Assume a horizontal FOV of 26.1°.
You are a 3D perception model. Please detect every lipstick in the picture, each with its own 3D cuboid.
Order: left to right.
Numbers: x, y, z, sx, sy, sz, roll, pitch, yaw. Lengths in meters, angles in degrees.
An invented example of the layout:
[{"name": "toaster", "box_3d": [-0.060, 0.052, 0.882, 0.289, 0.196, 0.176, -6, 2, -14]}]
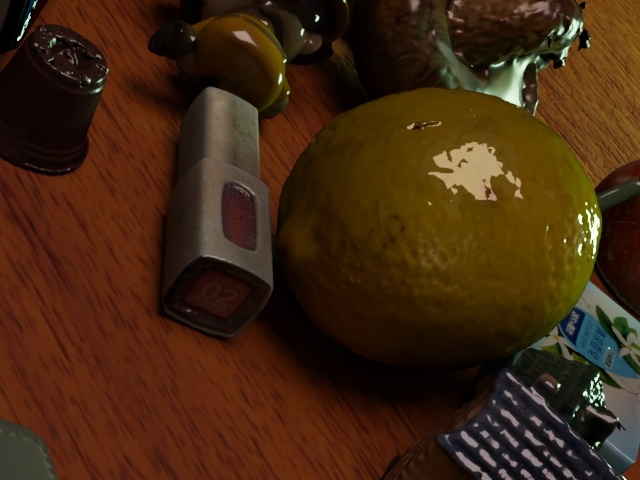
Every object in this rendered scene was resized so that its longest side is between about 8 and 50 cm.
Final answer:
[{"name": "lipstick", "box_3d": [-0.088, -0.033, 1.197, 0.079, 0.077, 0.253, 25, 33, -22]}]

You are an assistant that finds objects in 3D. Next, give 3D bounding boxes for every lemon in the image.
[{"name": "lemon", "box_3d": [0.100, -0.010, 1.198, 0.284, 0.260, 0.260, 10, 39, -11]}]

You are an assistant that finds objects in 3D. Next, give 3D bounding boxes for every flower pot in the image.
[{"name": "flower pot", "box_3d": [-0.225, -0.125, 1.159, 0.111, 0.089, 0.111, 27, 34, -20]}]

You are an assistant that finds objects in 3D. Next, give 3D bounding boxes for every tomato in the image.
[{"name": "tomato", "box_3d": [0.418, -0.013, 1.629, 0.181, 0.155, 0.214, 10, 43, -33]}]

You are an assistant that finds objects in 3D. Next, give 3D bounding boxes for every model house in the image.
[{"name": "model house", "box_3d": [0.168, 0.177, 1.109, 0.166, 0.172, 0.183, 41, 31, 5]}]

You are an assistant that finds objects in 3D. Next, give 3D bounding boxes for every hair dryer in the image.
[{"name": "hair dryer", "box_3d": [0.324, -0.043, 1.580, 0.047, 0.150, 0.071, 55, 15, -48]}]

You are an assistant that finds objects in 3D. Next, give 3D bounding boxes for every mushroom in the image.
[{"name": "mushroom", "box_3d": [0.160, -0.225, 1.551, 0.283, 0.195, 0.263, -2, 87, -22]}]

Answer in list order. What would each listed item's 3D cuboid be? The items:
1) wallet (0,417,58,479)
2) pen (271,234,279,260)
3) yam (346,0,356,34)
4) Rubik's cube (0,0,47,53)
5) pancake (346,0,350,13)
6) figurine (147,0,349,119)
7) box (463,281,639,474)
[{"name": "wallet", "box_3d": [-0.286, 0.175, 0.735, 0.360, 0.083, 0.252, 13, 46, -37]}, {"name": "pen", "box_3d": [0.000, 0.000, 1.295, 0.218, 0.026, 0.026, -10, 56, -51]}, {"name": "yam", "box_3d": [0.051, -0.308, 1.688, 0.078, 0.078, 0.179, 13, 40, -36]}, {"name": "Rubik's cube", "box_3d": [-0.314, -0.343, 1.177, 0.250, 0.248, 0.246, 24, 33, -9]}, {"name": "pancake", "box_3d": [-0.046, -0.306, 1.551, 0.190, 0.020, 0.184, 34, -1, -11]}, {"name": "figurine", "box_3d": [-0.065, -0.225, 1.383, 0.192, 0.167, 0.256, 40, 31, -26]}, {"name": "box", "box_3d": [0.237, 0.130, 1.324, 0.142, 0.083, 0.232, 40, 30, -1]}]
